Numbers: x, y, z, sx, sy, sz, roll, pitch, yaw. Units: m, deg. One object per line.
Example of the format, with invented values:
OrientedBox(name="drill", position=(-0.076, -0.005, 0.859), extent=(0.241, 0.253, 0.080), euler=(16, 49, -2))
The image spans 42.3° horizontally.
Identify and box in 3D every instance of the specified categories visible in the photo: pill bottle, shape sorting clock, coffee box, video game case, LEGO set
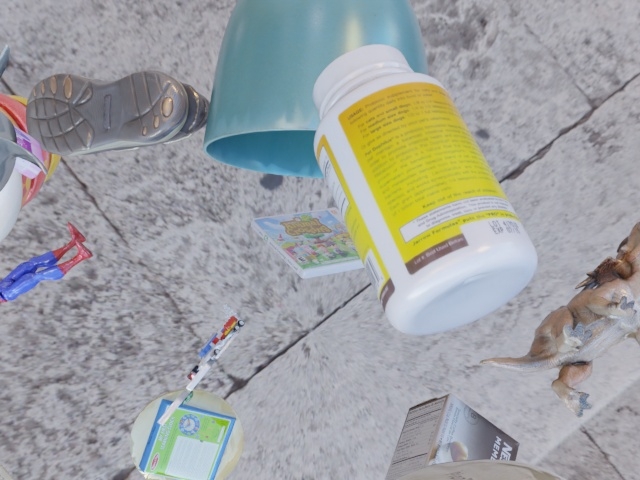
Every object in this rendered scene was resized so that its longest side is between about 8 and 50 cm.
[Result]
OrientedBox(name="pill bottle", position=(0.068, -0.044, 0.634), extent=(0.117, 0.117, 0.215), euler=(-21, 64, -3))
OrientedBox(name="shape sorting clock", position=(-0.244, 0.366, 1.514), extent=(0.206, 0.040, 0.206), euler=(-4, 107, -12))
OrientedBox(name="coffee box", position=(0.166, 0.354, 1.126), extent=(0.141, 0.098, 0.246), euler=(38, 50, -13))
OrientedBox(name="video game case", position=(0.000, 0.000, 1.630), extent=(0.212, 0.193, 0.023), euler=(-9, 127, -36))
OrientedBox(name="LEGO set", position=(-0.199, 0.197, 1.355), extent=(0.060, 0.244, 0.182), euler=(40, 89, 0))

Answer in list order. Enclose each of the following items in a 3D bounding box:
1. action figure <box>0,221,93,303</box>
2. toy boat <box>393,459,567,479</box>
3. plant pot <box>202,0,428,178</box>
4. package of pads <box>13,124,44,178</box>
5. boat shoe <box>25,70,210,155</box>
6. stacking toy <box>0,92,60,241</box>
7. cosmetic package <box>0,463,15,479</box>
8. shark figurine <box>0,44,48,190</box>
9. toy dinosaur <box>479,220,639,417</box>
OrientedBox(name="action figure", position=(-0.548, 0.055, 1.415), extent=(0.280, 0.139, 0.091), euler=(-38, 42, -3))
OrientedBox(name="toy boat", position=(0.047, 0.253, 0.577), extent=(0.318, 0.267, 0.148), euler=(-13, 83, 1))
OrientedBox(name="plant pot", position=(0.002, -0.220, 1.058), extent=(0.293, 0.293, 0.235), euler=(2, 84, 0))
OrientedBox(name="package of pads", position=(-0.372, -0.114, 0.995), extent=(0.032, 0.083, 0.050), euler=(-38, 51, 12))
OrientedBox(name="boat shoe", position=(-0.322, -0.190, 1.306), extent=(0.355, 0.130, 0.132), euler=(7, 91, 34))
OrientedBox(name="stacking toy", position=(-0.669, -0.206, 1.758), extent=(0.350, 0.480, 0.351), euler=(7, 113, 16))
OrientedBox(name="cosmetic package", position=(-0.539, 0.532, 1.408), extent=(0.113, 0.309, 0.160), euler=(-5, 38, 32))
OrientedBox(name="shark figurine", position=(-0.291, -0.073, 0.685), extent=(0.116, 0.278, 0.166), euler=(32, 98, 1))
OrientedBox(name="toy dinosaur", position=(0.340, 0.105, 1.055), extent=(0.295, 0.200, 0.127), euler=(-29, 104, 3))
